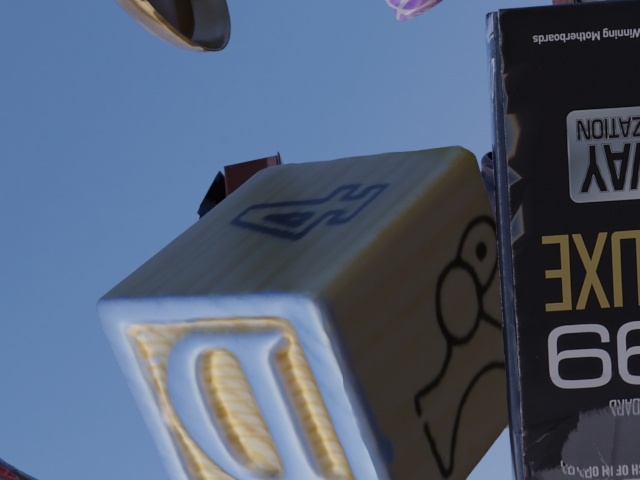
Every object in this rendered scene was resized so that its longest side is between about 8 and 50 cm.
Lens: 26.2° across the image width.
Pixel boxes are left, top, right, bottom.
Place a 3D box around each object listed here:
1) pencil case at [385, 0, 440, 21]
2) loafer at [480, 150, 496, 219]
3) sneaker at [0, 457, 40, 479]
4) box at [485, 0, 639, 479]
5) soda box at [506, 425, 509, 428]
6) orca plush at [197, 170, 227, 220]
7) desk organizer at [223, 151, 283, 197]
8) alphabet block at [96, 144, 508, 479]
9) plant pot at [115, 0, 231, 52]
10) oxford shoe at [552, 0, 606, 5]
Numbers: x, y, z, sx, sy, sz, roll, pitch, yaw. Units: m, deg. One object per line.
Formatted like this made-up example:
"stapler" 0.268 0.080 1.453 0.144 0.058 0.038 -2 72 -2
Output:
"pencil case" 0.073 -0.326 1.403 0.088 0.086 0.206 -34 -78 -42
"loafer" 0.261 -0.058 1.363 0.109 0.302 0.095 -12 -88 -36
"sneaker" -0.347 0.172 1.269 0.262 0.104 0.125 38 -136 -34
"box" 0.235 0.002 0.642 0.076 0.307 0.242 -73 -20 -82
"soda box" 0.200 0.086 1.331 0.069 0.074 0.216 62 -156 -23
"orca plush" 0.000 0.000 1.615 0.102 0.287 0.151 -52 8 15
"desk organizer" -0.045 -0.020 1.225 0.130 0.050 0.047 70 -170 -57
"alphabet block" 0.006 0.068 0.913 0.197 0.193 0.192 -41 -60 -45
"plant pot" -0.152 -0.249 1.111 0.032 0.236 0.236 -29 -16 17
"oxford shoe" 0.243 -0.187 1.013 0.146 0.397 0.140 -22 -6 16
